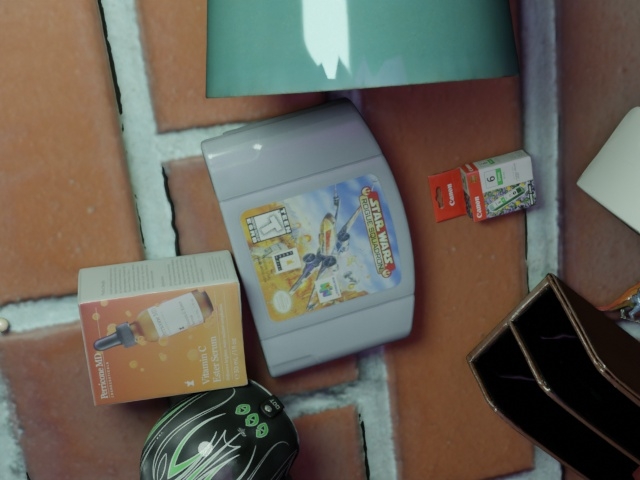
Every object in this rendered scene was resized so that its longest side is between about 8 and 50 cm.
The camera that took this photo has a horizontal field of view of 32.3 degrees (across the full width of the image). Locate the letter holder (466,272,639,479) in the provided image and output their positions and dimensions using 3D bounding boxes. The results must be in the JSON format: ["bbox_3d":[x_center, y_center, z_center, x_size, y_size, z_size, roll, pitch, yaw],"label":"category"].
[{"bbox_3d":[0.349,0.217,1.297,0.302,0.214,0.152,36,107,-22],"label":"letter holder"}]

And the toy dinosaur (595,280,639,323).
[{"bbox_3d":[0.393,0.061,1.345,0.090,0.047,0.082,19,89,-7],"label":"toy dinosaur"}]

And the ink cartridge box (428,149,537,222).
[{"bbox_3d":[0.185,-0.057,1.258,0.115,0.029,0.063,-15,115,-5],"label":"ink cartridge box"}]

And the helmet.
[{"bbox_3d":[-0.120,0.246,1.232,0.161,0.169,0.169,-37,120,-33],"label":"helmet"}]

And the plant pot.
[{"bbox_3d":[0.029,-0.258,1.016,0.293,0.293,0.235,-6,98,-9],"label":"plant pot"}]

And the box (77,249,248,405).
[{"bbox_3d":[-0.173,0.095,1.217,0.170,0.091,0.130,-8,114,-8],"label":"box"}]

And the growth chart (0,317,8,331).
[{"bbox_3d":[-0.470,0.160,1.223,0.172,0.021,0.237,23,106,-18],"label":"growth chart"}]

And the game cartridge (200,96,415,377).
[{"bbox_3d":[0.000,0.000,1.234,0.198,0.062,0.297,-15,114,0],"label":"game cartridge"}]

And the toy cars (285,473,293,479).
[{"bbox_3d":[0.038,0.389,1.388,0.393,0.087,0.176,21,95,-14],"label":"toy cars"}]

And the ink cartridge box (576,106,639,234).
[{"bbox_3d":[0.452,-0.008,1.234,0.283,0.207,0.117,33,101,-21],"label":"ink cartridge box"}]
